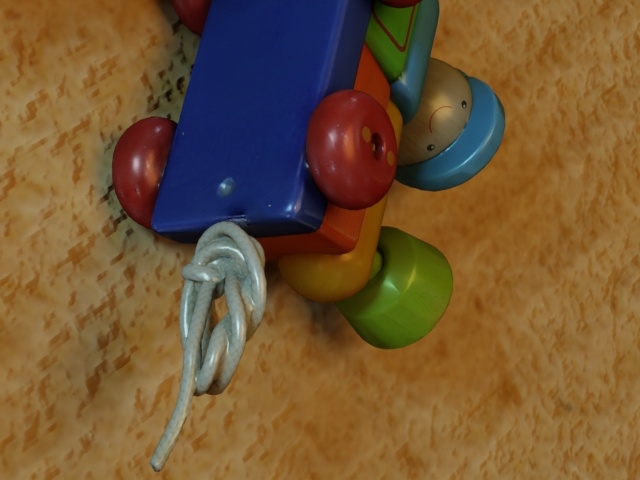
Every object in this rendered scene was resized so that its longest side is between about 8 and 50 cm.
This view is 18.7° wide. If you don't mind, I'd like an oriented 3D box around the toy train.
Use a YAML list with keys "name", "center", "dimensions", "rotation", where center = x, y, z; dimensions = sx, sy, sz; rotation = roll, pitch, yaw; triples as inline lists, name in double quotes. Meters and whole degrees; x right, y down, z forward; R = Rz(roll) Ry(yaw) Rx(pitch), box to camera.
- name: "toy train"
  center: [0.000, 0.000, 0.730]
  dimensions: [0.143, 0.105, 0.248]
  rotation: [45, 49, -46]
